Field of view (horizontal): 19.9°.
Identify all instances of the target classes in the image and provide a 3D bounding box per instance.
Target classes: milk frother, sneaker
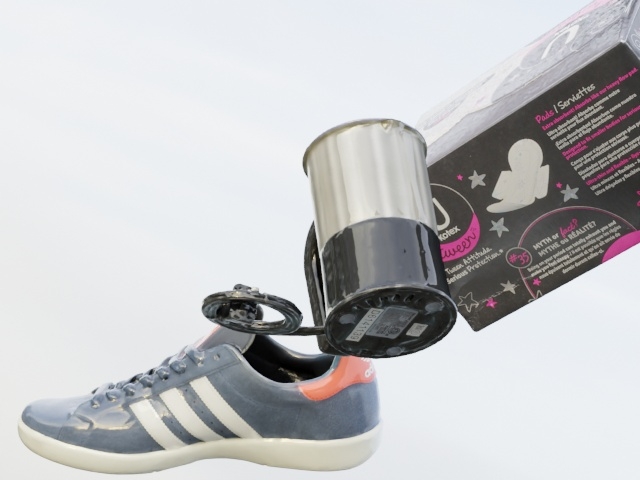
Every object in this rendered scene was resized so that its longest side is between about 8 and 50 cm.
[{"bbox_3d":[0.000,0.000,1.157,0.143,0.134,0.129,23,-46,-37],"label":"milk frother"},{"bbox_3d":[-0.117,0.133,1.729,0.350,0.148,0.131,-2,16,3],"label":"sneaker"}]

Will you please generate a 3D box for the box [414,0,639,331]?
[{"bbox_3d":[0.185,-0.073,1.380,0.247,0.163,0.142,-31,-74,32],"label":"box"}]
